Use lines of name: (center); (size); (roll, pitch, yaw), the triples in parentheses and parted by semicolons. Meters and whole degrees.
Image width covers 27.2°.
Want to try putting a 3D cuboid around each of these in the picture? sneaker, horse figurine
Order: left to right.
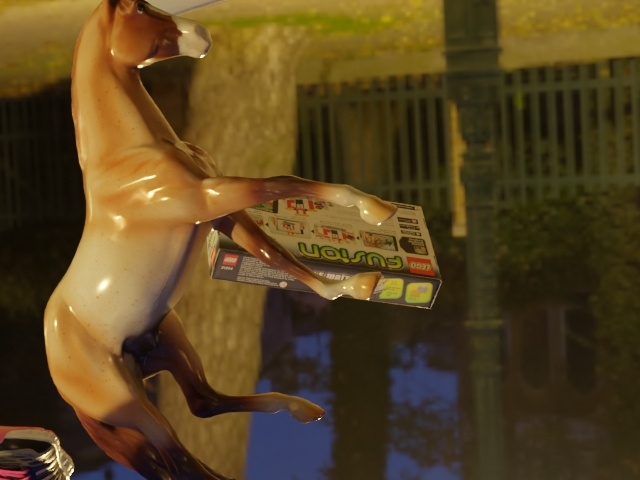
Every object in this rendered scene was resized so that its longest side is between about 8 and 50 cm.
sneaker: (-0.257, 0.208, 1.145); (0.063, 0.075, 0.170); (2, 157, 6)
horse figurine: (-0.069, 0.027, 0.641); (0.174, 0.263, 0.066); (25, -151, 10)

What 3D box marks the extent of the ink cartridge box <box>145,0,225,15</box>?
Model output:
ink cartridge box: (-0.112, -0.377, 0.809); (0.160, 0.385, 0.279); (-13, 153, 23)

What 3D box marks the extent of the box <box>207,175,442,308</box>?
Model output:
box: (0.000, 0.000, 1.205); (0.206, 0.036, 0.114); (9, -143, -14)
